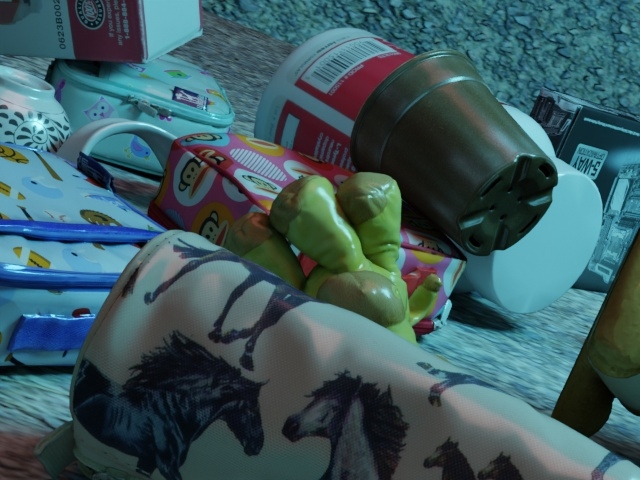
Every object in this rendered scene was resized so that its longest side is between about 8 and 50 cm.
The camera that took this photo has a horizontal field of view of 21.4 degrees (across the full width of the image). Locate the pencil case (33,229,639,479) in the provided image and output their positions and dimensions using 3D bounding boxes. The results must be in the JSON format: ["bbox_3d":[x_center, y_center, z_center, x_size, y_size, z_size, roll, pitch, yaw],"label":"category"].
[{"bbox_3d":[0.038,0.156,1.035,0.410,0.183,0.160,27,-15,18],"label":"pencil case"}]

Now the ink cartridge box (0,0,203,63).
[{"bbox_3d":[-0.346,-0.360,1.942,0.385,0.279,0.160,6,24,22],"label":"ink cartridge box"}]

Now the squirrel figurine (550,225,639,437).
[{"bbox_3d":[0.445,0.080,1.495,0.370,0.397,0.281,25,-26,9],"label":"squirrel figurine"}]

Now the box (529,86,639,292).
[{"bbox_3d":[0.363,-0.058,2.269,0.307,0.242,0.076,10,17,-45],"label":"box"}]

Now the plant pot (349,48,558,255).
[{"bbox_3d":[0.143,-0.080,1.723,0.167,0.167,0.165,8,31,-48],"label":"plant pot"}]

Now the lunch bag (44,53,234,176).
[{"bbox_3d":[-0.225,-0.165,2.014,0.224,0.108,0.279,19,13,-15],"label":"lunch bag"}]

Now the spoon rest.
[{"bbox_3d":[-0.152,-0.076,1.802,0.276,0.084,0.137,10,4,-40],"label":"spoon rest"}]

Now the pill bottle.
[{"bbox_3d":[0.125,-0.080,1.985,0.229,0.229,0.408,9,18,-45],"label":"pill bottle"}]

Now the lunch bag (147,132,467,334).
[{"bbox_3d":[0.000,0.000,1.689,0.293,0.120,0.258,13,16,-39],"label":"lunch bag"}]

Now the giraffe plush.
[{"bbox_3d":[0.024,0.065,1.457,0.210,0.181,0.170,54,10,-27],"label":"giraffe plush"}]

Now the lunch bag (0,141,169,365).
[{"bbox_3d":[-0.231,0.009,1.287,0.243,0.115,0.303,33,18,32],"label":"lunch bag"}]

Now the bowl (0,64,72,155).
[{"bbox_3d":[-0.328,-0.135,1.783,0.170,0.080,0.170,21,12,-5],"label":"bowl"}]
